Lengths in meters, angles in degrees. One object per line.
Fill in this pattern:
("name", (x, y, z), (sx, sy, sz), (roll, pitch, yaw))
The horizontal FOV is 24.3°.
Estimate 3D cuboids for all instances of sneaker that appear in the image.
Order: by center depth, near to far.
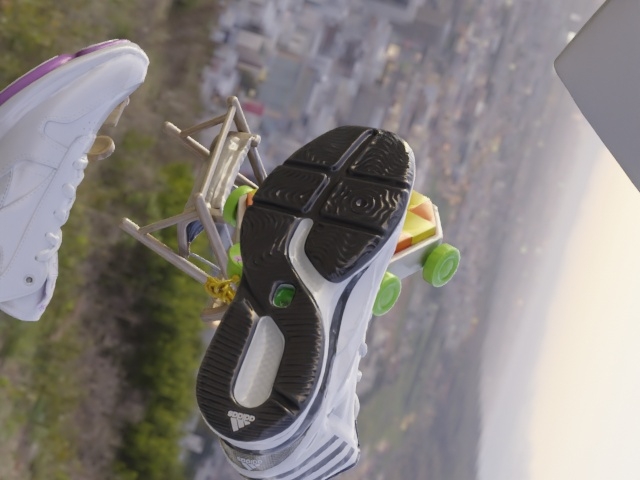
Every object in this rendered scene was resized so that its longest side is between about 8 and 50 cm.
("sneaker", (-0.236, -0.030, 1.176), (0.305, 0.152, 0.114), (-43, -173, 2))
("sneaker", (-0.007, 0.093, 1.702), (0.257, 0.169, 0.447), (80, 29, -52))

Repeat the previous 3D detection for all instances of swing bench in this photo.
("swing bench", (-0.162, -0.048, 2.434), (0.254, 0.165, 0.253), (51, 37, -32))

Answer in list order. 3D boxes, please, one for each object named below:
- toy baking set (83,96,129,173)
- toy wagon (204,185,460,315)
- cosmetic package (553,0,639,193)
("toy baking set", (-0.341, -0.114, 1.678), (0.196, 0.256, 0.030), (-101, 174, -51))
("toy wagon", (0.000, 0.000, 1.877), (0.344, 0.267, 0.068), (-23, 134, -44))
("cosmetic package", (0.442, -0.135, 1.015), (0.394, 0.327, 0.329), (-33, 176, -10))
